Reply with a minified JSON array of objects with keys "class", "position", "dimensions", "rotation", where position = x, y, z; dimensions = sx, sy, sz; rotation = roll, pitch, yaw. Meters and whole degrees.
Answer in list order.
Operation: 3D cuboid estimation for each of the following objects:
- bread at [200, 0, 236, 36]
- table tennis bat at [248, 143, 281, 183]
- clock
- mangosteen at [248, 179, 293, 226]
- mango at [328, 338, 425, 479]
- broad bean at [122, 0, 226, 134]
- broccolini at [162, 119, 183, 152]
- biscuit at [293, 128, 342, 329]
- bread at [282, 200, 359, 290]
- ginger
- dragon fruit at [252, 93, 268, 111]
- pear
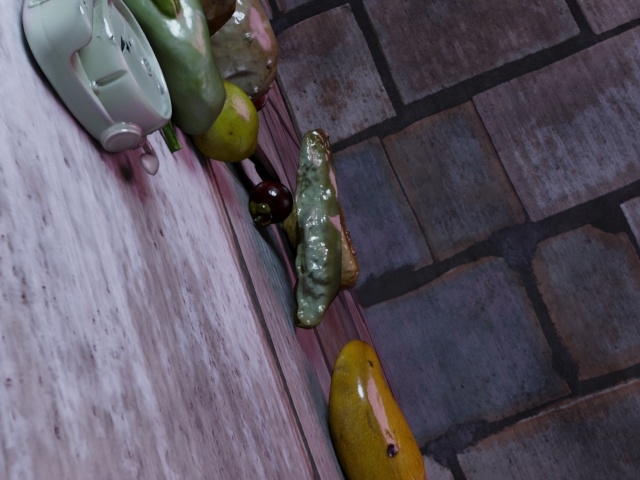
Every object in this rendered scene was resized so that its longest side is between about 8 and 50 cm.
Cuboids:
[{"class":"bread","position":[-0.180,-0.385,1.007],"dimensions":[0.230,0.123,0.229],"rotation":[179,-90,-74]},{"class":"table tennis bat","position":[-0.119,-0.151,1.320],"dimensions":[0.173,0.022,0.301],"rotation":[46,-8,32]},{"class":"clock","position":[-0.189,-0.155,0.649],"dimensions":[0.191,0.062,0.151],"rotation":[64,7,-46]},{"class":"mangosteen","position":[-0.086,-0.065,1.251],"dimensions":[0.081,0.081,0.080],"rotation":[-22,90,-85]},{"class":"mango","position":[0.079,0.313,1.170],"dimensions":[0.294,0.120,0.177],"rotation":[67,13,7]},{"class":"broad bean","position":[-0.179,-0.241,0.877],"dimensions":[0.169,0.100,0.227],"rotation":[52,-15,48]},{"class":"broccolini","position":[-0.195,-0.162,0.834],"dimensions":[0.035,0.030,0.139],"rotation":[-50,134,-43]},{"class":"biscuit","position":[-0.012,-0.029,1.255],"dimensions":[0.329,0.078,0.334],"rotation":[-98,-170,-56]},{"class":"bread","position":[0.000,0.000,1.594],"dimensions":[0.244,0.134,0.244],"rotation":[-19,90,-87]},{"class":"ginger","position":[-0.174,-0.412,1.374],"dimensions":[0.304,0.155,0.244],"rotation":[-104,169,-53]},{"class":"dragon fruit","position":[-0.156,-0.295,1.502],"dimensions":[0.190,0.094,0.094],"rotation":[-90,159,-53]},{"class":"pear","position":[-0.140,-0.169,1.017],"dimensions":[0.131,0.107,0.107],"rotation":[54,13,-47]}]
